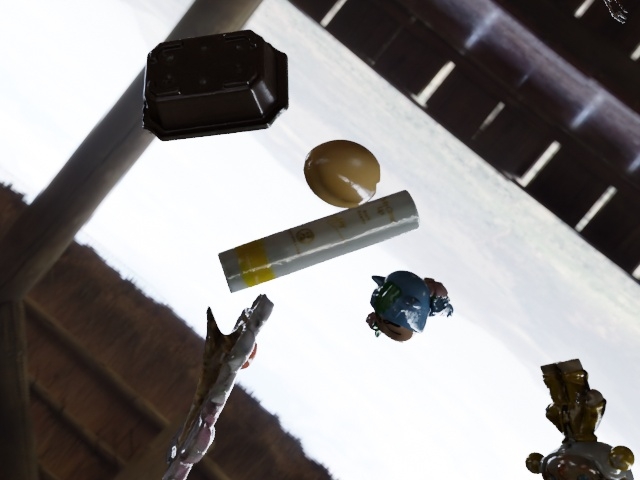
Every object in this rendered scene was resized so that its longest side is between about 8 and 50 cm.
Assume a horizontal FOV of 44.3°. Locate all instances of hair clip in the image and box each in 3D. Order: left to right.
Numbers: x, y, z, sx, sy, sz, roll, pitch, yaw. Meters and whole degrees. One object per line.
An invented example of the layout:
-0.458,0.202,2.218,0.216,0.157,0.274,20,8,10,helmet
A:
-0.131,0.177,0.948,0.075,0.257,0.146,19,-175,-14,hair clip

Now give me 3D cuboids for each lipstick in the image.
0.000,0.000,1.017,0.059,0.263,0.059,161,90,-82,lipstick

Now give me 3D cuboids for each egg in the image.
0.022,-0.078,0.913,0.096,0.080,0.080,1,-150,-40,egg

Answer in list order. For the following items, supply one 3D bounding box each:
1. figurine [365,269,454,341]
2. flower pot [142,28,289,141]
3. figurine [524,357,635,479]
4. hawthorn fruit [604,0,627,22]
0.147,0.117,1.299,0.178,0.144,0.114,0,-140,-48,figurine
-0.181,-0.265,1.280,0.084,0.250,0.179,71,-166,-63,flower pot
0.222,0.178,0.683,0.068,0.101,0.143,-3,-128,-37,figurine
0.387,-0.457,1.172,0.211,0.211,0.299,9,-117,-83,hawthorn fruit
